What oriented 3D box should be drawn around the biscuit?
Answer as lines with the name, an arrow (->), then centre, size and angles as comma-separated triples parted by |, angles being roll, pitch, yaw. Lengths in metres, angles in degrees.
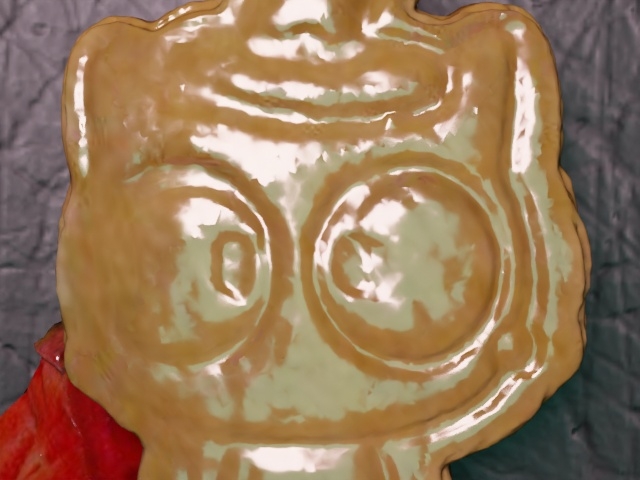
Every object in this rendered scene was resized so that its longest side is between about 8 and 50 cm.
biscuit -> 0.000, 0.000, 0.680 | 0.269, 0.051, 0.376 | 1, 92, 3

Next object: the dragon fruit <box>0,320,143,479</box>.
dragon fruit -> -0.096, 0.241, 0.763 | 0.343, 0.100, 0.282 | 40, 98, 1
